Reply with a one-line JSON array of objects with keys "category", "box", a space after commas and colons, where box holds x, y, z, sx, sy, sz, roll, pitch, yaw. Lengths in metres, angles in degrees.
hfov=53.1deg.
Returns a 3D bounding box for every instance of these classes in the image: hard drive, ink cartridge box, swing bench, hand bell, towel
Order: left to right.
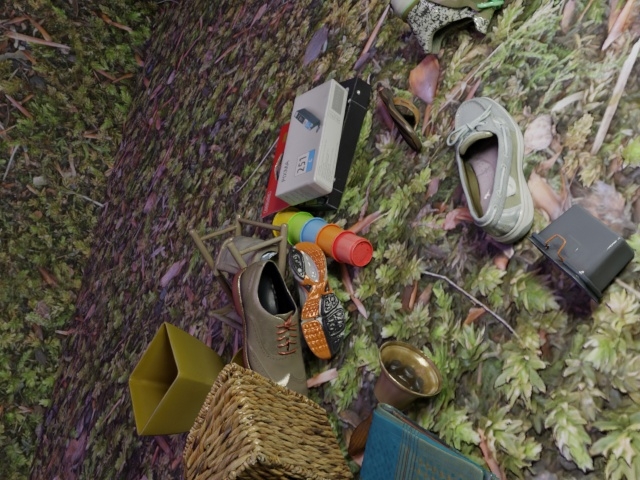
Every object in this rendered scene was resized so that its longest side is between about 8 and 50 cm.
[{"category": "swing bench", "box": [-0.187, 0.085, 1.605, 0.253, 0.165, 0.255, 14, 119, 55]}, {"category": "ink cartridge box", "box": [-0.061, -0.224, 1.589, 0.261, 0.066, 0.297, -18, 53, 43]}, {"category": "hard drive", "box": [0.001, -0.238, 1.653, 0.236, 0.064, 0.339, -2, 69, 54]}, {"category": "hand bell", "box": [0.107, 0.311, 1.170, 0.242, 0.126, 0.126, -61, 33, 29]}, {"category": "towel", "box": [0.138, 0.476, 1.002, 0.271, 0.040, 0.371, 18, 100, 57]}]

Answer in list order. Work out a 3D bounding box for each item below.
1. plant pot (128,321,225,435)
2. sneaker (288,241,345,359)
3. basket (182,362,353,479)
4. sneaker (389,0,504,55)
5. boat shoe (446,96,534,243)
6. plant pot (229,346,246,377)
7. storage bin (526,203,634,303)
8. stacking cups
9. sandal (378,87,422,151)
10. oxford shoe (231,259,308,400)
[{"category": "plant pot", "box": [-0.355, 0.373, 1.666, 0.212, 0.187, 0.212, -56, 35, 16]}, {"category": "sneaker", "box": [-0.006, 0.140, 1.433, 0.121, 0.099, 0.263, 94, 166, -69]}, {"category": "basket", "box": [-0.114, 0.413, 1.200, 0.213, 0.299, 0.223, -45, 40, 13]}, {"category": "sneaker", "box": [0.344, -0.528, 1.338, 0.410, 0.158, 0.182, -25, 82, 42]}, {"category": "boat shoe", "box": [0.297, -0.145, 1.158, 0.118, 0.103, 0.321, -32, 47, 40]}, {"category": "plant pot", "box": [-0.145, 0.321, 1.492, 0.134, 0.095, 0.134, -31, 47, 40]}, {"category": "storage bin", "box": [0.390, 0.009, 0.958, 0.091, 0.098, 0.135, -47, 37, 10]}, {"category": "stacking cups", "box": [0.000, 0.000, 1.494, 0.316, 0.096, 0.096, 26, 92, 54]}, {"category": "sandal", "box": [0.188, -0.282, 1.427, 0.060, 0.090, 0.219, -29, 37, 12]}, {"category": "oxford shoe", "box": [-0.098, 0.209, 1.374, 0.130, 0.122, 0.349, -33, 75, 55]}]
